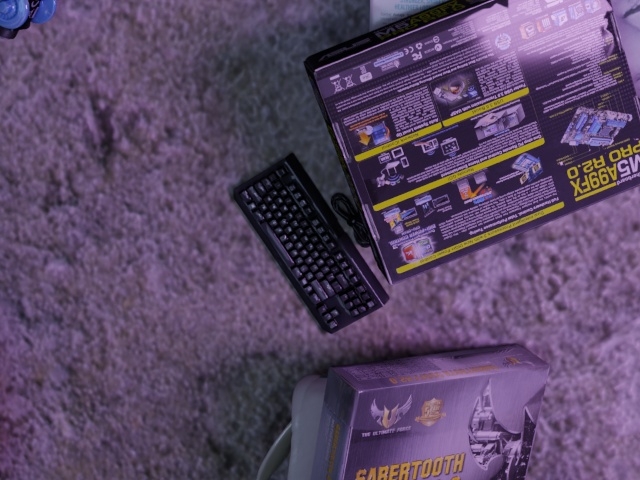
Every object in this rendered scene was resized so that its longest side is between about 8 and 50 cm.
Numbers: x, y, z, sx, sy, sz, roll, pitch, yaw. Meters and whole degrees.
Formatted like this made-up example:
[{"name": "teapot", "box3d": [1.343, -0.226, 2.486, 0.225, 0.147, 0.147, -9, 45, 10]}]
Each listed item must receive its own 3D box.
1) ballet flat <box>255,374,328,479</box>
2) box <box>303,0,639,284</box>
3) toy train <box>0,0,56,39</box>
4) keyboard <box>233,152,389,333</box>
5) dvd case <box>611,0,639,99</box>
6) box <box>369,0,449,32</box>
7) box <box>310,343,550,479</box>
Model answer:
[{"name": "ballet flat", "box3d": [-0.021, 0.319, 1.415, 0.139, 0.139, 0.400, 18, 106, 5]}, {"name": "box", "box3d": [0.146, -0.109, 1.203, 0.270, 0.060, 0.216, -22, 111, -2]}, {"name": "toy train", "box3d": [-0.287, -0.285, 1.287, 0.105, 0.080, 0.184, 38, 113, 7]}, {"name": "keyboard", "box3d": [0.000, 0.000, 1.349, 0.108, 0.023, 0.180, -31, 100, 18]}, {"name": "dvd case", "box3d": [0.317, -0.221, 1.216, 0.164, 0.018, 0.221, -42, 96, 20]}, {"name": "box", "box3d": [0.097, -0.146, 1.261, 0.100, 0.060, 0.244, 4, 109, 9]}, {"name": "box", "box3d": [0.104, 0.202, 1.306, 0.231, 0.056, 0.183, -3, 113, -32]}]
